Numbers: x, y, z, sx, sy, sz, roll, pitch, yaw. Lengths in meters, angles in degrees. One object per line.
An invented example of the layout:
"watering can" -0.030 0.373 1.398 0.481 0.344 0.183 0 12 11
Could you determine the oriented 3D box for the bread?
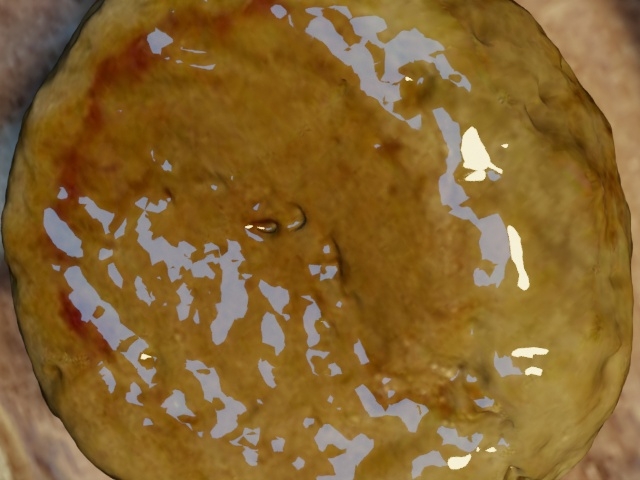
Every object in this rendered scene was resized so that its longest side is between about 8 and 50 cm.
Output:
"bread" 0.000 0.000 0.518 0.230 0.123 0.230 5 102 22
